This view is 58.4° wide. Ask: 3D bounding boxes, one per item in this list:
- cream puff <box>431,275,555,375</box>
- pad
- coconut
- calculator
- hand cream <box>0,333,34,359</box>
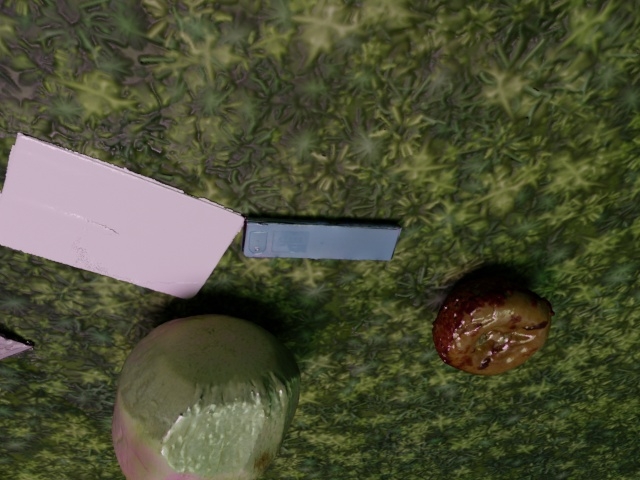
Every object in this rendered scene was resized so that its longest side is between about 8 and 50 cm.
[{"bbox_3d":[0.208,0.100,0.706,0.148,0.085,0.149,-6,133,-6],"label":"cream puff"},{"bbox_3d":[-0.212,-0.013,0.599,0.231,0.004,0.156,21,129,-25],"label":"pad"},{"bbox_3d":[-0.139,0.202,0.685,0.204,0.236,0.236,28,134,14],"label":"coconut"},{"bbox_3d":[0.000,0.000,0.627,0.171,0.018,0.057,2,135,-9],"label":"calculator"},{"bbox_3d":[-0.454,0.084,0.638,0.084,0.050,0.257,-25,135,14],"label":"hand cream"}]
